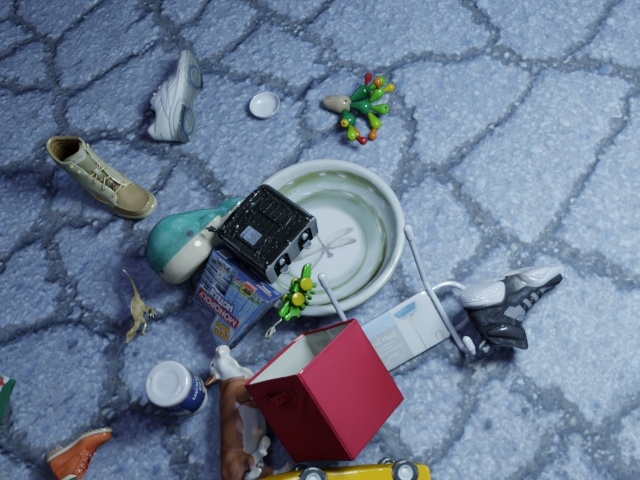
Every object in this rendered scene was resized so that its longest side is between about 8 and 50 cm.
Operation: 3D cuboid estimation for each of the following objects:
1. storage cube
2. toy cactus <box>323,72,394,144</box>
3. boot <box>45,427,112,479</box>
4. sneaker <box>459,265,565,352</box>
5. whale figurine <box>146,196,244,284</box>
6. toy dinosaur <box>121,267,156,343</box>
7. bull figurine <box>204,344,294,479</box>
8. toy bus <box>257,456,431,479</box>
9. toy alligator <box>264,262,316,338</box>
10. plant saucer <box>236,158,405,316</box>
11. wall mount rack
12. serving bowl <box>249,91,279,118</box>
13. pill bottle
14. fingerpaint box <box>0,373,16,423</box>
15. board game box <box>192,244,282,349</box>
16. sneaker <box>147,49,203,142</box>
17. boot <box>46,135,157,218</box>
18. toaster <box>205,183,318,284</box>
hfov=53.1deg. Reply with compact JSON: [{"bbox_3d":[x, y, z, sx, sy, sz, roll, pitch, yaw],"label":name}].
[{"bbox_3d":[0.007,0.294,1.240,0.215,0.184,0.193,-38,100,-42],"label":"storage cube"},{"bbox_3d":[0.089,-0.352,1.668,0.180,0.112,0.219,14,76,26],"label":"toy cactus"},{"bbox_3d":[-0.512,0.468,1.390,0.158,0.059,0.084,-32,66,3],"label":"boot"},{"bbox_3d":[0.420,0.146,1.363,0.269,0.101,0.153,-15,93,-25],"label":"sneaker"},{"bbox_3d":[-0.295,-0.022,1.506,0.141,0.216,0.272,43,54,-2],"label":"whale figurine"},{"bbox_3d":[-0.427,0.157,1.502,0.053,0.092,0.183,-11,63,4],"label":"toy dinosaur"},{"bbox_3d":[-0.153,0.363,1.333,0.188,0.101,0.310,-25,64,40],"label":"bull figurine"},{"bbox_3d":[0.039,0.485,1.200,0.333,0.108,0.130,1,74,-14],"label":"toy bus"},{"bbox_3d":[-0.053,0.138,1.363,0.051,0.056,0.189,35,70,-20],"label":"toy alligator"},{"bbox_3d":[0.000,0.000,1.502,0.401,0.100,0.400,-4,64,7],"label":"plant saucer"},{"bbox_3d":[0.157,0.153,1.345,0.350,0.130,0.304,-29,88,-5],"label":"wall mount rack"},{"bbox_3d":[-0.150,-0.364,1.745,0.083,0.027,0.083,-4,63,8],"label":"serving bowl"},{"bbox_3d":[-0.297,0.320,1.357,0.094,0.169,0.094,-4,65,8],"label":"pill bottle"},{"bbox_3d":[-0.961,0.439,1.388,0.445,0.163,0.371,5,65,11],"label":"fingerpaint box"},{"bbox_3d":[-0.207,0.145,1.424,0.194,0.060,0.194,37,116,19],"label":"board game box"},{"bbox_3d":[-0.406,-0.404,1.769,0.129,0.111,0.297,-2,63,15],"label":"sneaker"},{"bbox_3d":[-0.552,-0.162,1.615,0.262,0.203,0.095,28,72,22],"label":"boot"},{"bbox_3d":[-0.120,-0.017,1.413,0.186,0.110,0.168,35,74,22],"label":"toaster"}]
